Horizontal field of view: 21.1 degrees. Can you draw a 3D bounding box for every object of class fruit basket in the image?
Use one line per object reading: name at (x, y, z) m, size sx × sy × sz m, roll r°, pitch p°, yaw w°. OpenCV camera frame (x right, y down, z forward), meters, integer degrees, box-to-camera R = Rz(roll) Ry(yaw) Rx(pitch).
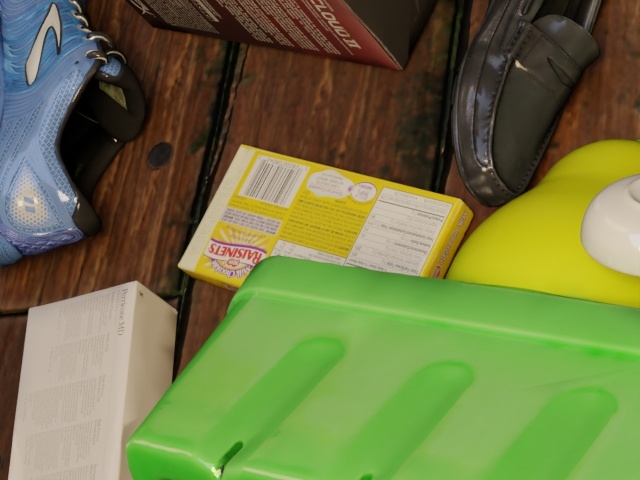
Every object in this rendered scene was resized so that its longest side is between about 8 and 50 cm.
fruit basket at (0.122, 0.114, 0.948) m, size 0.392 × 0.283 × 0.392 m, roll -6°, pitch 20°, yaw 2°

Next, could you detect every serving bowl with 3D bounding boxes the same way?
serving bowl at (0.175, -0.014, 0.880) m, size 0.083 × 0.027 × 0.083 m, roll -4°, pitch 30°, yaw 2°

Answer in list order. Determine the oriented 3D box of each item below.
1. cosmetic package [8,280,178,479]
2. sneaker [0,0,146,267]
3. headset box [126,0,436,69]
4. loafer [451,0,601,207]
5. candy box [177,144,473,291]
cosmetic package at (-0.159, 0.154, 1.188) m, size 0.098 × 0.060 × 0.239 m, roll -15°, pitch 56°, yaw 28°
sneaker at (-0.201, -0.129, 1.362) m, size 0.147 × 0.130 × 0.330 m, roll -6°, pitch 63°, yaw 15°
headset box at (-0.006, -0.260, 1.300) m, size 0.293 × 0.110 × 0.218 m, roll 16°, pitch 72°, yaw 38°
loafer at (0.144, -0.125, 1.144) m, size 0.078 × 0.076 × 0.223 m, roll -5°, pitch 57°, yaw 40°
candy box at (0.000, 0.000, 1.197) m, size 0.205 × 0.027 × 0.105 m, roll 16°, pitch 76°, yaw 39°
